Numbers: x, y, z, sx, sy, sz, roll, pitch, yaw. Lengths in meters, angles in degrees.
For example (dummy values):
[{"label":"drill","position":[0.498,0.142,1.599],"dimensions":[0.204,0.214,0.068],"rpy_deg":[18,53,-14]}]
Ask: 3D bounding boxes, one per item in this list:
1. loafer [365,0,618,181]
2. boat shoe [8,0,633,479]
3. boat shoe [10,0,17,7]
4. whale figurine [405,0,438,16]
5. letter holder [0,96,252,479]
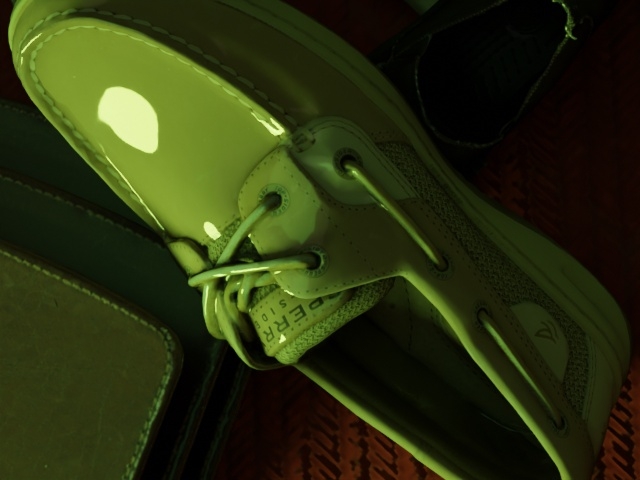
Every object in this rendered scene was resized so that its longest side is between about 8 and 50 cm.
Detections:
[{"label":"loafer","position":[0.052,-0.066,0.937],"dimensions":[0.080,0.078,0.220],"rpy_deg":[39,119,-2]},{"label":"boat shoe","position":[0.000,0.000,0.883],"dimensions":[0.341,0.110,0.121],"rpy_deg":[35,133,-12]},{"label":"boat shoe","position":[-0.123,-0.203,1.014],"dimensions":[0.096,0.088,0.268],"rpy_deg":[-8,76,-11]},{"label":"whale figurine","position":[0.144,-0.202,0.971],"dimensions":[0.216,0.141,0.272],"rpy_deg":[47,115,10]},{"label":"letter holder","position":[-0.188,0.020,0.967],"dimensions":[0.301,0.152,0.214],"rpy_deg":[19,83,12]}]
